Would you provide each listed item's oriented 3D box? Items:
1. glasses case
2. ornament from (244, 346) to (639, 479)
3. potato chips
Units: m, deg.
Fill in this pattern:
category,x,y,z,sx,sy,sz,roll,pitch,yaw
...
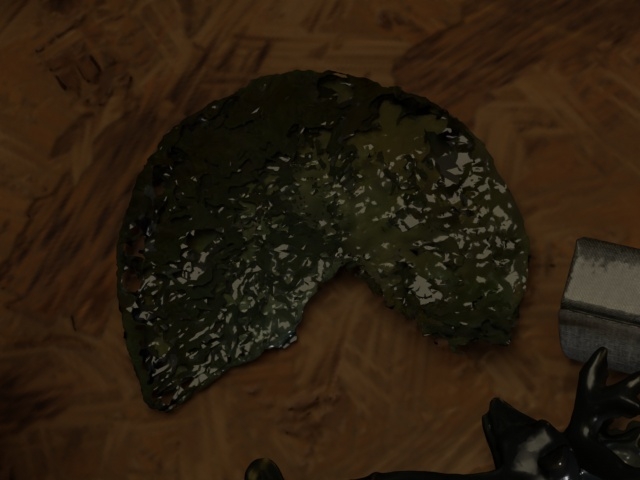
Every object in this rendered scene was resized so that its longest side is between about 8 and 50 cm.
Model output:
category,x,y,z,sx,sy,sz,roll,pitch,yaw
glasses case,0.212,0.051,0.705,0.205,0.071,0.047,14,72,18
ornament,0.096,0.152,0.675,0.236,0.080,0.202,-19,58,3
potato chips,-0.001,-0.002,0.804,0.220,0.029,0.202,4,62,17
